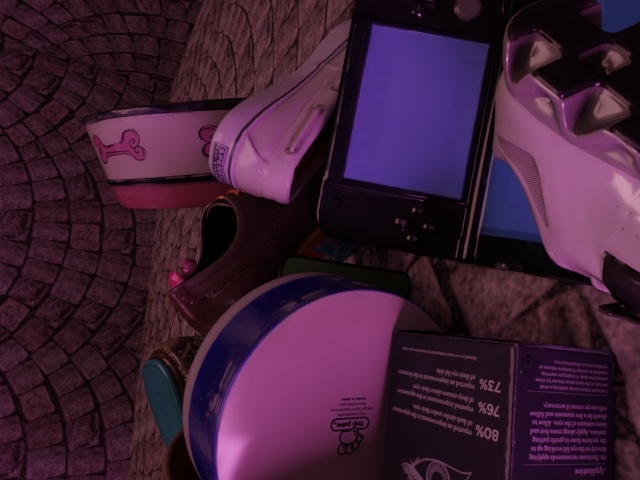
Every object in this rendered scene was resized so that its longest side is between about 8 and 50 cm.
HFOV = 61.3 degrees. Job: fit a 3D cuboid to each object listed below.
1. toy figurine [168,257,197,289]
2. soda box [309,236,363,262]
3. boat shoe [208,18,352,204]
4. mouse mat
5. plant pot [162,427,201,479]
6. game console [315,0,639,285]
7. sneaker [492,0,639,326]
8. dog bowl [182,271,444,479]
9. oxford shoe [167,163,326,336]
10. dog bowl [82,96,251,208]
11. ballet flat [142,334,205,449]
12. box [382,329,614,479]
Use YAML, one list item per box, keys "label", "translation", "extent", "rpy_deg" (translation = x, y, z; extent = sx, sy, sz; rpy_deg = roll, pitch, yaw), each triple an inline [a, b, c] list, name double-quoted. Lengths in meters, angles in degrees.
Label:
- label: "toy figurine"
  translation: [-0.273, 0.087, 1.268]
  extent: [0.130, 0.159, 0.173]
  rpy_deg: [-36, 48, 55]
- label: "soda box"
  translation: [0.000, 0.000, 0.842]
  extent: [0.210, 0.067, 0.071]
  rpy_deg: [-41, 45, 54]
- label: "boat shoe"
  translation: [0.037, -0.164, 0.678]
  extent: [0.367, 0.157, 0.135]
  rpy_deg: [-46, -24, -39]
- label: "mouse mat"
  translation: [0.024, 0.100, 0.612]
  extent: [0.007, 0.190, 0.152]
  rpy_deg: [9, 88, 57]
- label: "plant pot"
  translation: [-0.087, 0.333, 0.708]
  extent: [0.237, 0.238, 0.109]
  rpy_deg: [-139, 55, -61]
- label: "game console"
  translation: [0.139, -0.126, 0.497]
  extent: [0.173, 0.250, 0.292]
  rpy_deg: [38, -117, -89]
- label: "sneaker"
  translation: [0.225, -0.002, 0.337]
  extent: [0.146, 0.123, 0.330]
  rpy_deg: [87, 160, -56]
- label: "dog bowl"
  translation: [0.006, 0.168, 0.533]
  extent: [0.104, 0.265, 0.264]
  rpy_deg: [9, 88, 63]
- label: "oxford shoe"
  translation: [-0.062, -0.035, 0.678]
  extent: [0.130, 0.133, 0.363]
  rpy_deg: [-29, 28, 41]
- label: "dog bowl"
  translation: [-0.177, -0.149, 0.924]
  extent: [0.408, 0.408, 0.150]
  rpy_deg: [-164, 67, -65]
- label: "ballet flat"
  translation: [-0.153, 0.385, 0.858]
  extent: [0.164, 0.182, 0.482]
  rpy_deg: [-13, 85, 44]
- label: "box"
  translation: [0.136, 0.183, 0.440]
  extent: [0.153, 0.108, 0.207]
  rpy_deg: [-10, 72, 63]
